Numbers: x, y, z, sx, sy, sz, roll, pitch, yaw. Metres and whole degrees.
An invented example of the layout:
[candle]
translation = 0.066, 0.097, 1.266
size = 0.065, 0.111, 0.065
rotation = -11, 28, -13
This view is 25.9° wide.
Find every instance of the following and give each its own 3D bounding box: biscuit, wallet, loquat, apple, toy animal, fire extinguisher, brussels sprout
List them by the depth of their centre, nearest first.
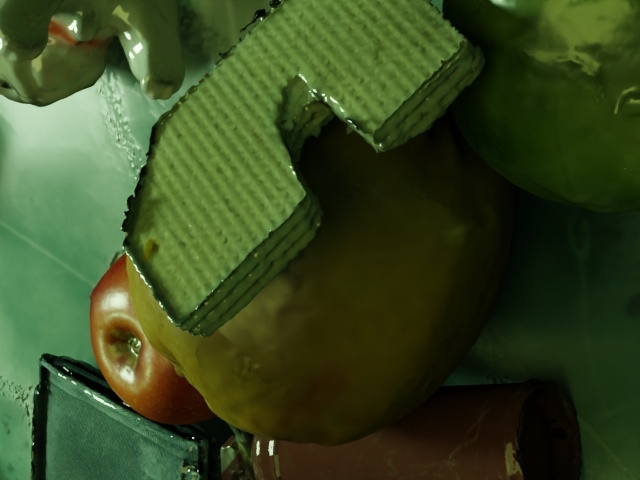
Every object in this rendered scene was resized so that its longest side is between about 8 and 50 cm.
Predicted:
[biscuit]
translation = -0.023, -0.067, 0.859
size = 0.250, 0.046, 0.147
rotation = -45, 50, 5
[brussels sprout]
translation = 0.191, -0.129, 0.870
size = 0.244, 0.244, 0.244
rotation = 10, 108, 32
[loquat]
translation = 0.000, 0.000, 0.996
size = 0.276, 0.276, 0.284
rotation = 47, 118, 15
[fire extinguisher]
translation = 0.041, 0.189, 1.117
size = 0.337, 0.106, 0.147
rotation = -8, 108, 36
[toy animal]
translation = -0.283, -0.246, 1.147
size = 0.188, 0.308, 0.266
rotation = -16, 70, 57
[apple]
translation = -0.120, 0.074, 1.170
size = 0.163, 0.139, 0.163
rotation = 10, 109, 30
[wallet]
translation = -0.185, 0.292, 1.316
size = 0.237, 0.075, 0.342
rotation = 19, 115, 36
